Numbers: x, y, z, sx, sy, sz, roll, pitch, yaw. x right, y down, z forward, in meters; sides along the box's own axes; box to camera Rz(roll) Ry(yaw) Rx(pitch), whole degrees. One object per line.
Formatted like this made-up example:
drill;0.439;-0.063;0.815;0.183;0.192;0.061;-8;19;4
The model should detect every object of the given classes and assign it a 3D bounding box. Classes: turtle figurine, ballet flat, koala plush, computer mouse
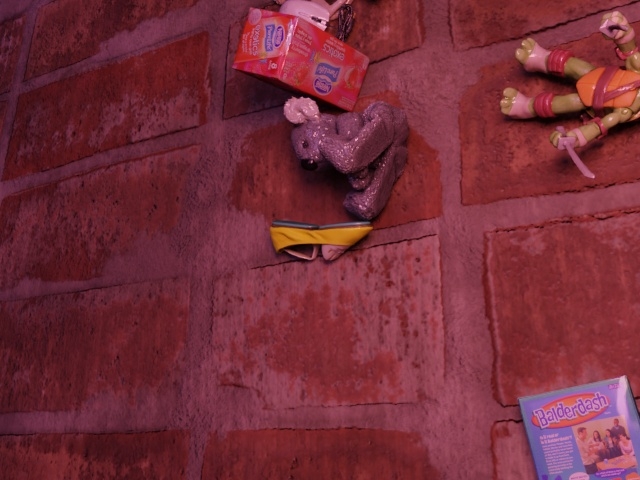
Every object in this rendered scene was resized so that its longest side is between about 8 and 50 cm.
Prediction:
turtle figurine;0.400;-0.252;1.030;0.275;0.197;0.266;-26;29;-28
ballet flat;0.000;0.000;1.269;0.231;0.077;0.077;1;94;33
koala plush;0.036;-0.182;1.248;0.221;0.196;0.203;18;62;34
computer mouse;-0.019;-0.485;1.437;0.193;0.042;0.106;23;100;22

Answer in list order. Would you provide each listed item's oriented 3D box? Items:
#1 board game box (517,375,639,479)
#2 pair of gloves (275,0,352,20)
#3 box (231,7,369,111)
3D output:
board game box;0.390;0.315;0.936;0.160;0.047;0.210;-19;64;23
pair of gloves;-0.015;-0.593;1.506;0.204;0.042;0.240;-34;58;15
box;-0.033;-0.350;1.288;0.128;0.257;0.122;22;99;34
